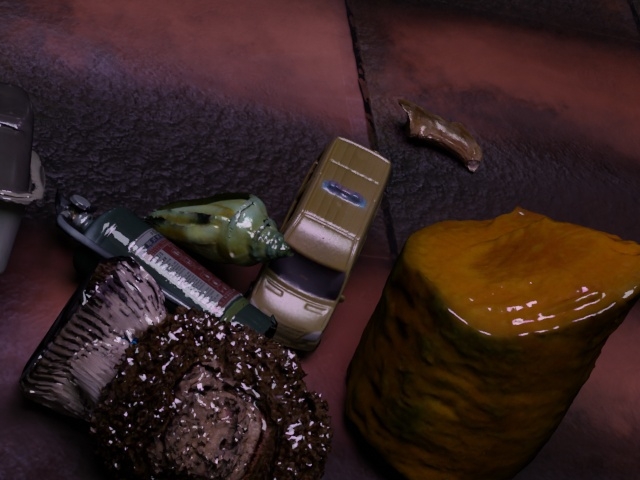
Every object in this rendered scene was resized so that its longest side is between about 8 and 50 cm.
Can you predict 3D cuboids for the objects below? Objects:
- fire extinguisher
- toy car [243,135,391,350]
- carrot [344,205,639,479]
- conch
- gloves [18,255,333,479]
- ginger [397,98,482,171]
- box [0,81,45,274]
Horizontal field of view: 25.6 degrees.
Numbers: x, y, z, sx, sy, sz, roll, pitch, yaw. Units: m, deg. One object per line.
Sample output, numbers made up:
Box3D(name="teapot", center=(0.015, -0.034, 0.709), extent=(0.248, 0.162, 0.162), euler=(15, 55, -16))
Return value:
Box3D(name="fire extinguisher", center=(-0.184, 0.035, 1.498), extent=(0.294, 0.093, 0.118), euler=(37, 15, 8))
Box3D(name="toy car", center=(0.000, 0.000, 1.593), extent=(0.101, 0.124, 0.257), euler=(26, 45, -2))
Box3D(name="carrot", center=(0.176, 0.096, 1.484), extent=(0.241, 0.341, 0.241), euler=(19, 30, -11))
Box3D(name="conch", center=(-0.114, -0.014, 1.531), extent=(0.200, 0.080, 0.095), euler=(5, 2, 22))
Box3D(name="gloves", center=(-0.129, 0.151, 1.365), extent=(0.312, 0.135, 0.210), euler=(40, 81, 8))
Box3D(name="ginger", center=(0.152, -0.141, 1.842), extent=(0.137, 0.044, 0.057), euler=(26, 17, -12))
Box3D(name="box", center=(-0.419, -0.083, 1.396), extent=(0.290, 0.166, 0.220), euler=(11, 16, -17))
